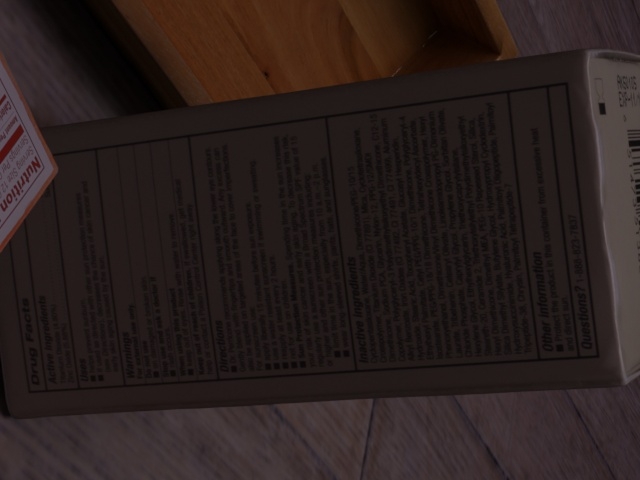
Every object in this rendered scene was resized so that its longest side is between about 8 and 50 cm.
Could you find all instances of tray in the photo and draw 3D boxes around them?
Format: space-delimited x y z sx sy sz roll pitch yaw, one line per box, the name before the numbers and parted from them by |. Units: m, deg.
tray | -0.038 -0.177 0.856 0.203 0.076 0.411 -46 138 -10

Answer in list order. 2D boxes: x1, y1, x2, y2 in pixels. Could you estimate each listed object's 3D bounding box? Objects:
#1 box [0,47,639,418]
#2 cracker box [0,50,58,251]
box | 0.000 0.000 0.734 0.121 0.311 0.148 -12 97 -65
cracker box | -0.192 -0.086 0.417 0.067 0.155 0.232 -65 143 -48
